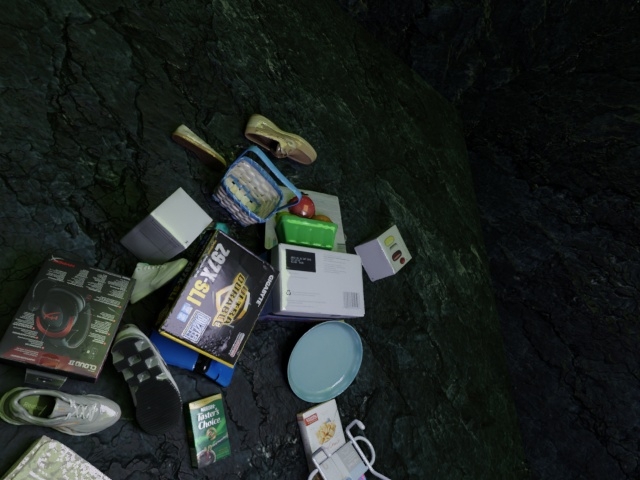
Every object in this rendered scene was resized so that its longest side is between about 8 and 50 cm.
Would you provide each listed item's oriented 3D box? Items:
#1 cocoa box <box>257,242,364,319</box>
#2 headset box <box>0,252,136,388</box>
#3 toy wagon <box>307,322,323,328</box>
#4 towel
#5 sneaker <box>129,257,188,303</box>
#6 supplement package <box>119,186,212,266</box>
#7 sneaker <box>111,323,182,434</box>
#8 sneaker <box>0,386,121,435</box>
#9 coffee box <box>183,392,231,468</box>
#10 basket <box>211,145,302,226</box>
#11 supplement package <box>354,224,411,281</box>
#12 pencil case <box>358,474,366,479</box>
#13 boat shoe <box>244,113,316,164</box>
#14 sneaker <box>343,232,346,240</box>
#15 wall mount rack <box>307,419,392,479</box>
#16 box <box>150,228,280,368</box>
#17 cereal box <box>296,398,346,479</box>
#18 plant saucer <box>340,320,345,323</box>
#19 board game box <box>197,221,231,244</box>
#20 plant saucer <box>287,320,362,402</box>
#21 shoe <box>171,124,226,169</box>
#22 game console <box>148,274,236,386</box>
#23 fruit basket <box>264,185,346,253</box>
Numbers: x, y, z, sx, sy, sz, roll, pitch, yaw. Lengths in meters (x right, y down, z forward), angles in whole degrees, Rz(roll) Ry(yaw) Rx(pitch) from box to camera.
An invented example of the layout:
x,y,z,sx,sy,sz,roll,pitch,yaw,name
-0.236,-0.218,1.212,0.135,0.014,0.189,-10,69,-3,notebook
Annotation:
x,y,z,sx,sy,sz,roll,pitch,yaw,name
-0.049,0.166,1.480,0.347,0.228,0.231,10,68,-33,cocoa box
-0.621,0.208,1.022,0.218,0.110,0.293,21,57,-20,headset box
0.001,0.204,1.714,0.344,0.068,0.267,-18,86,-48,toy wagon
-0.599,0.603,0.947,0.282,0.049,0.187,51,46,-17,towel
-0.483,0.095,1.188,0.094,0.212,0.080,59,6,-2,sneaker
-0.460,-0.028,1.225,0.139,0.244,0.134,49,45,-18,supplement package
-0.468,0.371,1.132,0.122,0.146,0.331,-18,110,-21,sneaker
-0.601,0.406,0.977,0.262,0.121,0.099,24,57,-36,sneaker
-0.337,0.563,1.230,0.113,0.040,0.184,1,72,-45,coffee box
-0.238,-0.191,1.487,0.255,0.289,0.201,48,50,-23,basket
0.310,0.060,2.028,0.203,0.149,0.194,-33,96,-48,supplement package
0.062,0.881,1.445,0.236,0.104,0.104,0,72,-45,pencil case
-0.174,-0.408,1.790,0.341,0.121,0.110,25,59,-23,boat shoe
0.000,0.000,1.776,0.271,0.108,0.100,-10,81,-43,sneaker
0.135,0.802,1.405,0.350,0.130,0.304,-11,55,-49,wall mount rack
-0.291,0.166,1.199,0.257,0.079,0.322,39,65,-32,box
0.013,0.724,1.502,0.173,0.047,0.240,-5,76,-46,cereal box
0.061,0.419,1.641,0.188,0.045,0.188,-36,118,-43,plant saucer
-0.369,0.026,1.453,0.126,0.026,0.186,3,70,-45,board game box
0.015,0.445,1.542,0.317,0.043,0.318,-7,104,-28,plant saucer
-0.435,-0.342,1.518,0.219,0.076,0.058,35,55,-27,shoe
-0.376,0.286,1.329,0.250,0.173,0.293,65,31,-50,game console
-0.067,-0.076,1.678,0.327,0.165,0.353,8,43,-17,fruit basket
